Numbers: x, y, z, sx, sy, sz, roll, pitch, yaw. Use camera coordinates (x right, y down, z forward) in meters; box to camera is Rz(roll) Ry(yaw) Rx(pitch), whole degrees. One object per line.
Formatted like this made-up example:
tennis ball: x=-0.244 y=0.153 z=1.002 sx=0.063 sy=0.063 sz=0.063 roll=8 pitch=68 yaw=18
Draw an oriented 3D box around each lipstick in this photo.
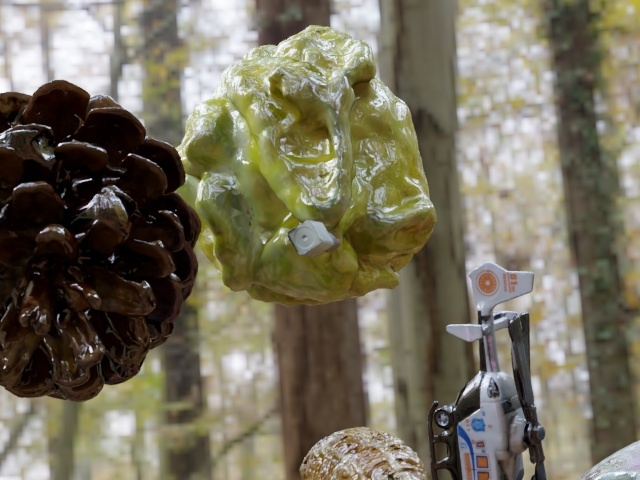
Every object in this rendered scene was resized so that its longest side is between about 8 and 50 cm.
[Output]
lipstick: x=0.000 y=0.000 z=1.598 sx=0.025 sy=0.025 sz=0.107 roll=-32 pitch=-11 yaw=12

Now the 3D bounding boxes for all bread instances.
bread: x=0.033 y=0.207 z=1.586 sx=0.105 sy=0.076 sz=0.233 roll=-12 pitch=0 yaw=-12

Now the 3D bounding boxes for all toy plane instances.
toy plane: x=0.118 y=0.111 z=1.205 sx=0.078 sy=0.197 sz=0.053 roll=3 pitch=11 yaw=37

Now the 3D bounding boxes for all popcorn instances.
popcorn: x=-0.027 y=-0.063 z=1.876 sx=0.312 sy=0.312 sz=0.312 roll=-4 pitch=-14 yaw=-1

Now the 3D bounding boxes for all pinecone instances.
pinecone: x=-0.240 y=0.004 z=1.637 sx=0.242 sy=0.296 sz=0.298 roll=-24 pitch=-60 yaw=20

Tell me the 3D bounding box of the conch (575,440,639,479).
conch: x=0.342 y=0.259 z=1.287 sx=0.249 sy=0.197 sz=0.368 roll=25 pitch=-31 yaw=50
